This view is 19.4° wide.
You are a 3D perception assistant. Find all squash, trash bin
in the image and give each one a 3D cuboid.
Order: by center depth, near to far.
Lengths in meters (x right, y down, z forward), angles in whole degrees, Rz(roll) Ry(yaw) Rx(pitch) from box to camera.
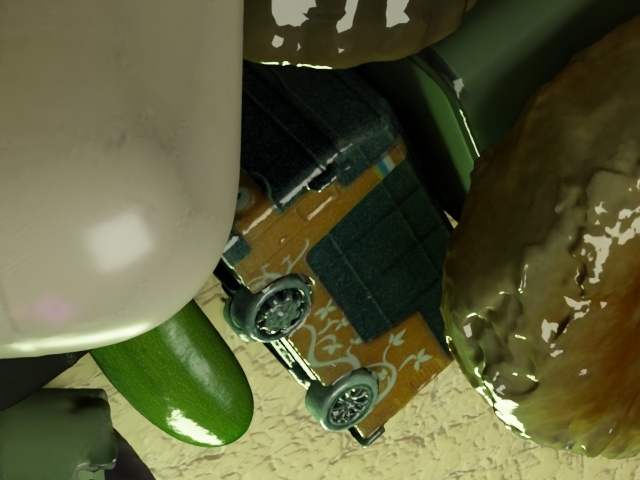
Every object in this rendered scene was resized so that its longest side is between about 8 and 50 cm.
[{"bbox_3d":[-0.121,0.054,1.252,0.082,0.082,0.292,-37,137,-7],"label":"squash"},{"bbox_3d":[0.198,-0.171,1.258,0.343,0.158,0.223,-37,139,-8],"label":"trash bin"}]

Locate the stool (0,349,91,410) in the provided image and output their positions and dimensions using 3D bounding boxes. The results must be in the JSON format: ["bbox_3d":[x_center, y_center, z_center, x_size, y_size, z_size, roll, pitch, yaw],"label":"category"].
[{"bbox_3d":[-0.187,-0.031,1.030,0.141,0.232,0.232,-35,139,-6],"label":"stool"}]

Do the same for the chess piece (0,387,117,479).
[{"bbox_3d":[-0.269,0.148,1.066,0.299,0.194,0.194,-2,128,-10],"label":"chess piece"}]

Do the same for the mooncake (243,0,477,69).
[{"bbox_3d":[-0.014,-0.197,1.021,0.228,0.228,0.124,-10,129,-32],"label":"mooncake"}]

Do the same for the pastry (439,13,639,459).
[{"bbox_3d":[0.206,-0.002,1.180,0.330,0.136,0.329,-24,137,-24],"label":"pastry"}]

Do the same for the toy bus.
[{"bbox_3d":[0.000,0.000,1.262,0.167,0.138,0.275,-41,141,-4],"label":"toy bus"}]

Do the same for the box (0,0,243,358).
[{"bbox_3d":[-0.208,-0.079,0.848,0.349,0.288,0.141,-4,150,8],"label":"box"}]

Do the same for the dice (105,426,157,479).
[{"bbox_3d":[-0.212,0.286,1.233,0.270,0.270,0.271,-24,136,-20],"label":"dice"}]
